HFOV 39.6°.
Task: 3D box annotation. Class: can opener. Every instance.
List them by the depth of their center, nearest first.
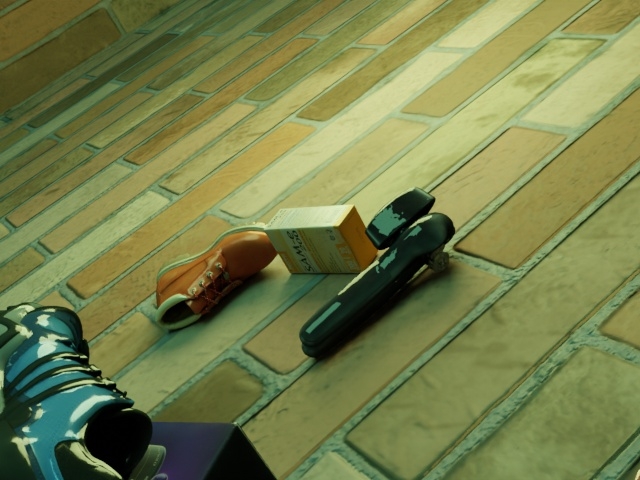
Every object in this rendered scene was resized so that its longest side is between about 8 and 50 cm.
[{"bbox_3d":[0.051,0.036,0.797,0.073,0.059,0.186,36,75,31],"label":"can opener"}]

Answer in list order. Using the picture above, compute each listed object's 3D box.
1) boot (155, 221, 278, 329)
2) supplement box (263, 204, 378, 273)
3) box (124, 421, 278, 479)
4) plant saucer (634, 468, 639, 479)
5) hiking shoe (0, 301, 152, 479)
[{"bbox_3d":[-0.107,0.041,0.930,0.158,0.059,0.084,-28,30,20],"label":"boot"},{"bbox_3d":[0.000,0.000,0.888,0.098,0.062,0.036,-2,39,41],"label":"supplement box"},{"bbox_3d":[-0.159,0.248,0.584,0.184,0.103,0.261,-10,33,35],"label":"box"},{"bbox_3d":[0.242,0.206,0.346,0.259,0.048,0.258,-7,35,34],"label":"plant saucer"},{"bbox_3d":[-0.181,0.132,0.613,0.132,0.113,0.304,2,20,-7],"label":"hiking shoe"}]
